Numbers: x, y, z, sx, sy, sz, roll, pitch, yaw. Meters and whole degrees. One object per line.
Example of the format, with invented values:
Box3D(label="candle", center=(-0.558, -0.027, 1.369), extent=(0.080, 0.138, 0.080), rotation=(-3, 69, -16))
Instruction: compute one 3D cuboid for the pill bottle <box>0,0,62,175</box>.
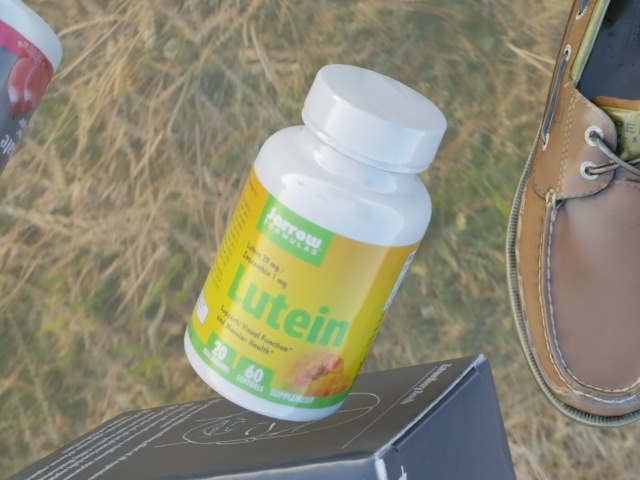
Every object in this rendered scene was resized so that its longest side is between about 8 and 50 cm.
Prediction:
Box3D(label="pill bottle", center=(-0.363, -0.068, 1.286), extent=(0.176, 0.176, 0.318), rotation=(27, 77, -9))

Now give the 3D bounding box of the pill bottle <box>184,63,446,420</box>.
Box3D(label="pill bottle", center=(0.000, 0.000, 1.135), extent=(0.136, 0.136, 0.245), rotation=(20, 114, -8))

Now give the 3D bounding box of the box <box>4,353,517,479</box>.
Box3D(label="box", center=(-0.053, 0.259, 1.314), extent=(0.396, 0.293, 0.212), rotation=(-12, 96, 25))

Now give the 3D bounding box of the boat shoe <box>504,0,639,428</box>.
Box3D(label="boat shoe", center=(0.167, -0.053, 0.850), extent=(0.111, 0.104, 0.307), rotation=(6, 76, 3))
